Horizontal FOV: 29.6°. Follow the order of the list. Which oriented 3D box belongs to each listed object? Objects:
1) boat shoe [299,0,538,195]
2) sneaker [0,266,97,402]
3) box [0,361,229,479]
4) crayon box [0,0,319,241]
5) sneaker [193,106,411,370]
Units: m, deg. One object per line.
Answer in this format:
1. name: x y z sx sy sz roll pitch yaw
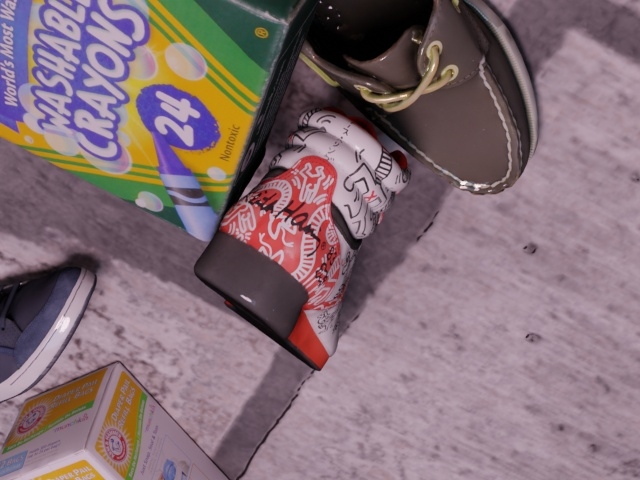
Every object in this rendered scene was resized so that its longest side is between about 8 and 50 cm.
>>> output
1. boat shoe: 0.034 -0.132 0.729 0.109 0.091 0.305 -25 120 26
2. sneaker: -0.292 0.055 0.935 0.163 0.086 0.226 40 125 -23
3. box: -0.166 0.218 1.030 0.114 0.103 0.203 -23 121 24
4. crayon box: -0.170 -0.150 0.693 0.322 0.083 0.203 27 143 2
5. sneaker: 0.001 0.001 0.817 0.090 0.145 0.270 34 173 11
